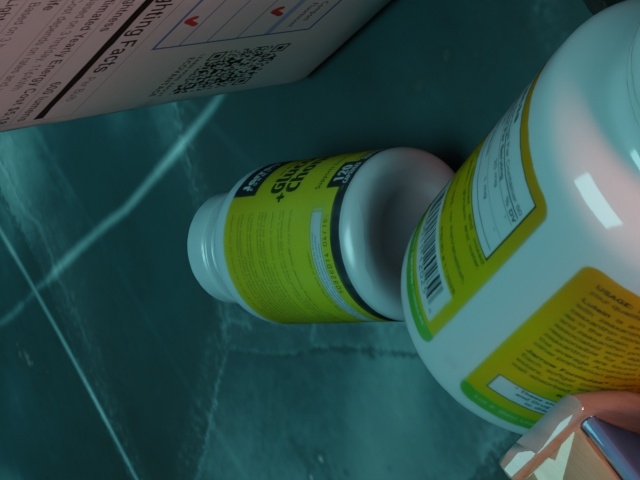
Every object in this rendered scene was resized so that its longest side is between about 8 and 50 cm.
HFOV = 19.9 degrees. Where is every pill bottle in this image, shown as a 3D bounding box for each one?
[{"bbox_3d":[0.000,0.000,1.120,0.184,0.103,0.103,-4,99,51],"label":"pill bottle"},{"bbox_3d":[0.135,-0.017,0.761,0.136,0.136,0.245,63,154,14],"label":"pill bottle"}]

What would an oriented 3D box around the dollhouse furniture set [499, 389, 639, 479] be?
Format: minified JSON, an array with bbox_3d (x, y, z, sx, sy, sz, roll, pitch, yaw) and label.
[{"bbox_3d":[0.286,0.080,0.742,0.303,0.286,0.198,-46,55,17],"label":"dollhouse furniture set"}]

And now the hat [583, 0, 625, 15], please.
[{"bbox_3d":[0.239,-0.148,0.741,0.331,0.134,0.331,42,151,30],"label":"hat"}]

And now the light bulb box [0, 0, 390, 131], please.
[{"bbox_3d":[-0.102,-0.232,0.959,0.358,0.361,0.225,-37,72,49],"label":"light bulb box"}]
